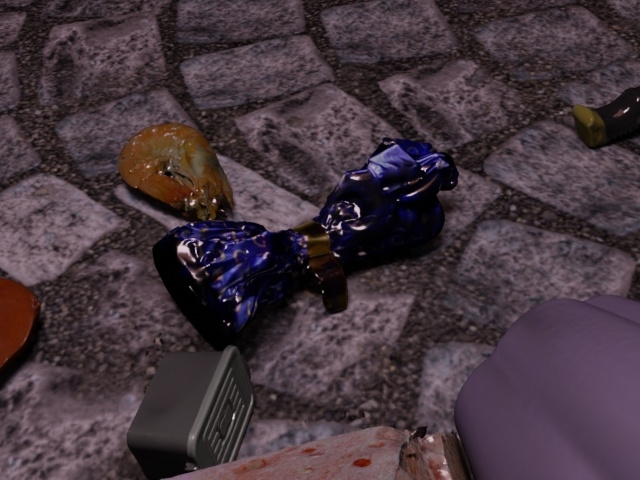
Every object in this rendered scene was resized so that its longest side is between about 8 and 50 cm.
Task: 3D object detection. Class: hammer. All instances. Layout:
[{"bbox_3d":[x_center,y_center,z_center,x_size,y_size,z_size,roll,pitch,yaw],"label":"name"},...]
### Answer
[{"bbox_3d":[0.423,-0.185,1.034,0.226,0.159,0.041,-29,44,1],"label":"hammer"}]

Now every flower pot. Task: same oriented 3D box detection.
[{"bbox_3d":[0.232,0.171,0.573,0.265,0.265,0.243,-17,31,-14],"label":"flower pot"}]

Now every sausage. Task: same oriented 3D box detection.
[{"bbox_3d":[-0.336,0.101,0.783,0.089,0.089,0.179,14,43,18],"label":"sausage"}]

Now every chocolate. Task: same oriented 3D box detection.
[{"bbox_3d":[0.004,-0.002,0.864,0.343,0.126,0.148,-23,85,-24],"label":"chocolate"}]

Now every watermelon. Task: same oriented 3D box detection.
[{"bbox_3d":[0.012,0.225,0.547,0.188,0.322,0.175,-20,69,17],"label":"watermelon"}]

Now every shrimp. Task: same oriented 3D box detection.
[{"bbox_3d":[-0.170,-0.074,0.991,0.115,0.051,0.217,-25,47,-13],"label":"shrimp"}]

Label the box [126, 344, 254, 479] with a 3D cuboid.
[{"bbox_3d":[-0.110,0.153,0.721,0.069,0.084,0.122,0,41,18],"label":"box"}]
